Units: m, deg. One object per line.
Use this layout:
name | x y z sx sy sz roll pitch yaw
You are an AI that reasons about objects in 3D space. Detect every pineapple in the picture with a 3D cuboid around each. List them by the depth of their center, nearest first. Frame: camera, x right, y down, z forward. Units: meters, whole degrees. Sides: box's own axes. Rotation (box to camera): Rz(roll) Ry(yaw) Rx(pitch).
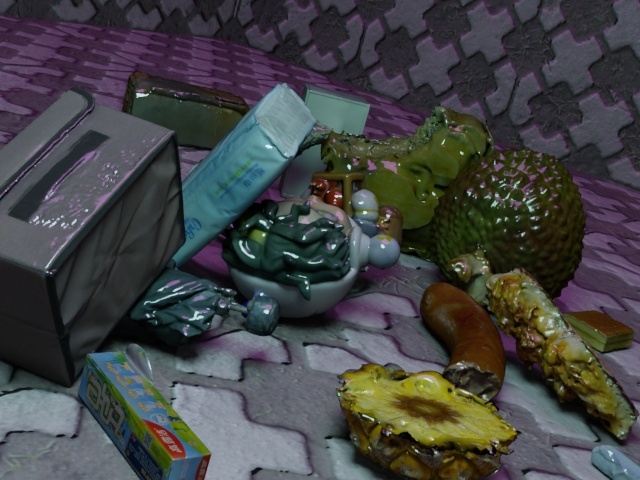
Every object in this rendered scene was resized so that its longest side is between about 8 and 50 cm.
pineapple | 0.109 0.204 0.986 0.225 0.076 0.225 15 15 -4

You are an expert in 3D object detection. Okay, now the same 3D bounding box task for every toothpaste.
toothpaste | -0.172 0.166 0.878 0.044 0.070 0.193 2 22 -40

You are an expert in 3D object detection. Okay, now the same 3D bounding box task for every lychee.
lychee | 0.308 -0.010 1.498 0.320 0.270 0.270 -39 40 -13

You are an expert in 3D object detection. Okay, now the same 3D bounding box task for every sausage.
sausage | 0.200 0.139 1.256 0.103 0.076 0.302 17 17 -5

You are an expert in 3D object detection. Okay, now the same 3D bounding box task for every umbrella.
umbrella | -0.218 0.064 1.108 0.349 0.094 0.143 13 41 9

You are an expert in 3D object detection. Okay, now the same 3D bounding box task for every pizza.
pizza | 0.315 0.149 1.240 0.305 0.085 0.161 56 5 39

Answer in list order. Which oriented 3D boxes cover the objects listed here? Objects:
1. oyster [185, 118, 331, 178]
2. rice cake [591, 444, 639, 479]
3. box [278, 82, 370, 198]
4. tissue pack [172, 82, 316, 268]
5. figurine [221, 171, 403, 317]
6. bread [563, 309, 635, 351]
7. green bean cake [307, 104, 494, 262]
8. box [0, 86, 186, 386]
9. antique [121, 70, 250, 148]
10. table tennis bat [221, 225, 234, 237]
oyster | -0.128 -0.147 1.639 0.199 0.252 0.087 17 -28 39
rice cake | 0.376 0.288 1.025 0.042 0.030 0.180 10 18 -33
box | 0.005 -0.192 1.849 0.129 0.225 0.086 13 18 -9
tissue pack | -0.127 -0.082 1.236 0.089 0.263 0.177 43 26 -8
figurine | 0.003 -0.002 1.323 0.261 0.186 0.382 -4 10 29
bread | 0.460 0.148 1.512 0.094 0.035 0.090 -1 23 -41
green bean cake | 0.141 -0.123 1.669 0.310 0.285 0.202 14 22 0
box | -0.272 -0.007 0.981 0.153 0.188 0.252 20 47 15
antique | -0.293 -0.281 2.039 0.284 0.125 0.150 9 20 -19
table tennis bat | -0.222 -0.058 1.532 0.274 0.021 0.154 31 1 25
